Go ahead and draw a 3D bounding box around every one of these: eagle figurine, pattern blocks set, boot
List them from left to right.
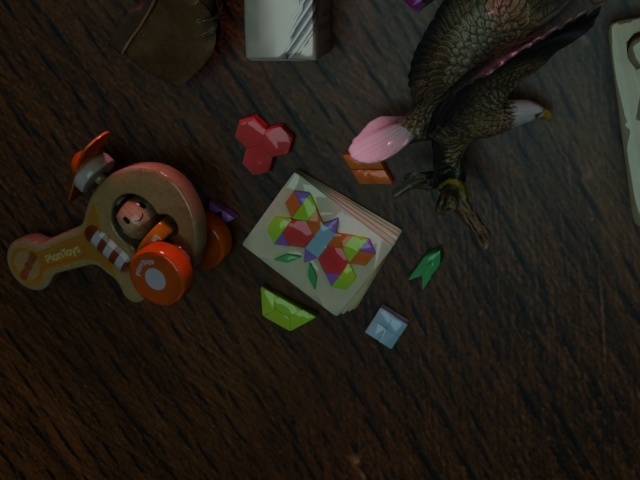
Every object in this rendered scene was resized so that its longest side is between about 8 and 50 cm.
[{"bbox_3d":[-0.150,-0.304,1.299,0.115,0.112,0.305,40,140,-8],"label":"boot"},{"bbox_3d":[0.000,0.000,1.432,0.325,0.026,0.285,23,111,5],"label":"pattern blocks set"},{"bbox_3d":[0.191,-0.181,1.243,0.226,0.225,0.298,33,126,28],"label":"eagle figurine"}]

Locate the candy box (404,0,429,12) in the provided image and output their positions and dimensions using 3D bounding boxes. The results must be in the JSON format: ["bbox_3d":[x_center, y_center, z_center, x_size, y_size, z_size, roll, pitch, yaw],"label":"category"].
[{"bbox_3d":[0.094,-0.349,1.188,0.159,0.233,0.071,46,111,-4],"label":"candy box"}]

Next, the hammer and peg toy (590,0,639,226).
[{"bbox_3d":[0.461,-0.202,1.205,0.266,0.127,0.361,-8,105,18],"label":"hammer and peg toy"}]

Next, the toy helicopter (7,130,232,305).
[{"bbox_3d":[-0.312,-0.017,1.448,0.355,0.140,0.234,-16,107,32],"label":"toy helicopter"}]

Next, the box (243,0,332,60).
[{"bbox_3d":[-0.039,-0.363,1.283,0.094,0.113,0.275,3,109,11],"label":"box"}]
